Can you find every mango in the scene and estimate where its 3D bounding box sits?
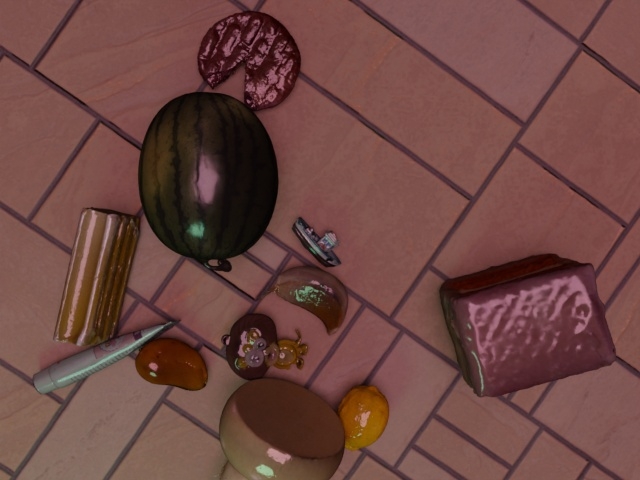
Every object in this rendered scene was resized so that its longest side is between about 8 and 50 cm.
[{"bbox_3d":[-0.321,0.268,1.536,0.159,0.084,0.105,24,78,-27],"label":"mango"}]

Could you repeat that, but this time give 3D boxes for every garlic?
[{"bbox_3d":[-0.031,0.118,1.545,0.198,0.090,0.129,22,104,-9],"label":"garlic"}]

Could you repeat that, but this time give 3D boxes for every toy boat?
[{"bbox_3d":[0.000,0.000,1.549,0.066,0.059,0.140,-38,97,16],"label":"toy boat"}]

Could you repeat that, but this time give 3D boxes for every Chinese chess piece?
[{"bbox_3d":[-0.078,0.401,1.464,0.273,0.273,0.102,22,111,-5],"label":"Chinese chess piece"}]

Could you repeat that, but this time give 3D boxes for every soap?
[{"bbox_3d":[-0.460,0.073,1.470,0.089,0.173,0.274,13,91,4],"label":"soap"}]

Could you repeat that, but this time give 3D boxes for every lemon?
[{"bbox_3d":[0.090,0.389,1.550,0.114,0.114,0.155,20,93,-4],"label":"lemon"}]

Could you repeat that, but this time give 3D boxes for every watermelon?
[{"bbox_3d":[-0.223,-0.114,1.419,0.278,0.279,0.360,2,93,-4],"label":"watermelon"}]

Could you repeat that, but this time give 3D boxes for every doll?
[{"bbox_3d":[-0.120,0.228,1.541,0.188,0.096,0.145,-8,101,-13],"label":"doll"}]

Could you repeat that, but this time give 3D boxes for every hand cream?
[{"bbox_3d":[-0.458,0.247,1.528,0.331,0.085,0.058,-22,82,1],"label":"hand cream"}]

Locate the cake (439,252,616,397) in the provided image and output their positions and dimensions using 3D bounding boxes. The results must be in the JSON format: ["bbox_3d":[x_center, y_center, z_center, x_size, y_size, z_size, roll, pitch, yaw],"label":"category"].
[{"bbox_3d":[0.422,0.172,1.499,0.308,0.237,0.230,-13,94,-2],"label":"cake"}]

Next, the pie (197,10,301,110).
[{"bbox_3d":[-0.149,-0.387,1.525,0.218,0.054,0.204,43,90,-3],"label":"pie"}]

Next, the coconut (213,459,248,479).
[{"bbox_3d":[-0.131,0.567,1.498,0.224,0.224,0.234,31,90,-5],"label":"coconut"}]
